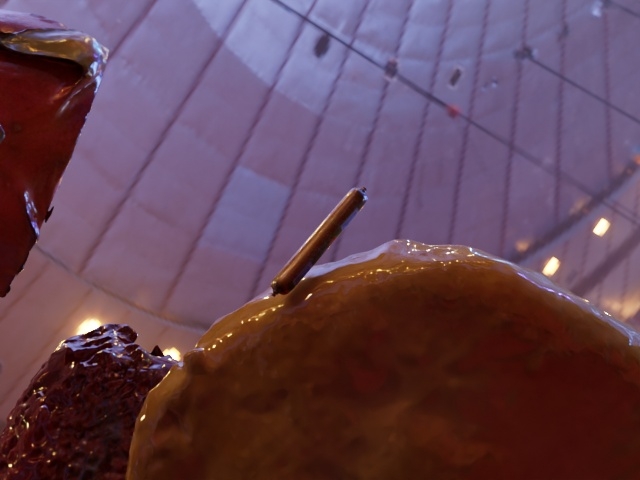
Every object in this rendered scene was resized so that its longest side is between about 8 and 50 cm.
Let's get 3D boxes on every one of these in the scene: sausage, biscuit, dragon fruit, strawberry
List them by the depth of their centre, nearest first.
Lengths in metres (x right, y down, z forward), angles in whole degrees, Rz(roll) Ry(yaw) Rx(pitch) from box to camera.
[{"bbox_3d":[0.000,0.000,0.722,0.100,0.015,0.015,-50,-30,-24],"label":"sausage"},{"bbox_3d":[0.080,0.216,0.765,0.429,0.446,0.104,-44,9,15],"label":"biscuit"},{"bbox_3d":[-0.355,-0.107,1.076,0.225,0.305,0.305,23,-73,-17],"label":"dragon fruit"},{"bbox_3d":[-0.204,0.232,1.125,0.220,0.274,0.274,-48,-27,-43],"label":"strawberry"}]
